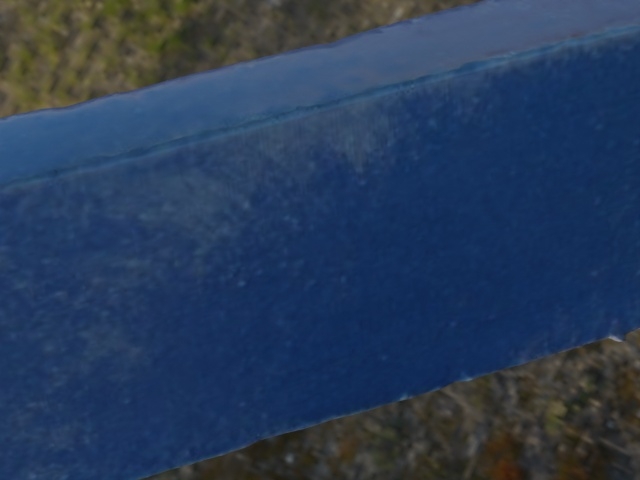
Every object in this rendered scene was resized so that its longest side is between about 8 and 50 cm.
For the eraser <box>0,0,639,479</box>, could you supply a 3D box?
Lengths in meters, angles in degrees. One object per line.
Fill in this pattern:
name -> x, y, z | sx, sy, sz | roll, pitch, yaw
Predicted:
eraser -> 0.000, 0.000, 0.582 | 0.312, 0.144, 0.042 | -16, 40, -14
